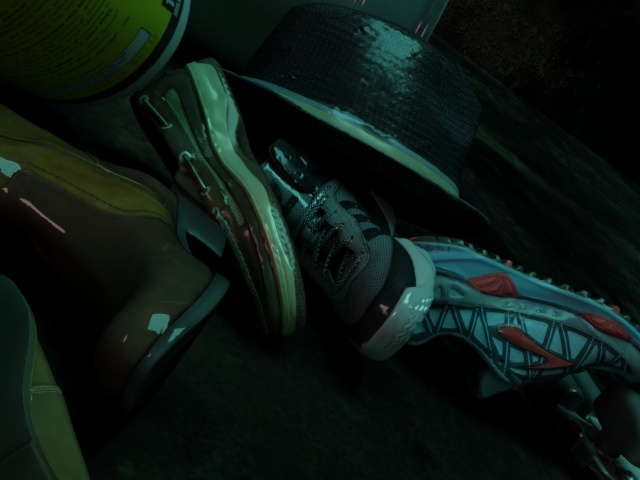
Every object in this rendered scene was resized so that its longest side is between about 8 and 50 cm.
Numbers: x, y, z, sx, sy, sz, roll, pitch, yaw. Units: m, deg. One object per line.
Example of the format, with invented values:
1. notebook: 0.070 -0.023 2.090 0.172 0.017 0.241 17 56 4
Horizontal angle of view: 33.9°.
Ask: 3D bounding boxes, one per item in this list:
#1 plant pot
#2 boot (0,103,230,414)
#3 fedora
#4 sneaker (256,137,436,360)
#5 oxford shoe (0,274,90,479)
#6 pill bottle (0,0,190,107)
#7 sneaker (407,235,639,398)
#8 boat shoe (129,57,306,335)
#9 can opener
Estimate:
1. plant pot: -0.034 -0.328 1.273 0.334 0.341 0.341 28 21 -7
2. boot: -0.190 -0.032 0.637 0.280 0.096 0.264 33 20 -13
3. fedora: 0.046 -0.134 1.059 0.334 0.153 0.334 26 -3 1
4. sneaker: 0.000 0.000 0.907 0.153 0.101 0.268 31 15 -19
5. oxford shoe: -0.148 0.098 0.494 0.076 0.076 0.212 60 -1 -43
6. pill bottle: -0.231 -0.217 0.731 0.188 0.188 0.334 44 6 14
7. sneaker: 0.180 0.093 0.974 0.261 0.125 0.104 22 -6 -6
8. boat shoe: -0.091 -0.028 0.846 0.095 0.095 0.257 90 -20 -58
9. can opener: 0.266 0.152 1.062 0.074 0.093 0.280 28 17 -26
